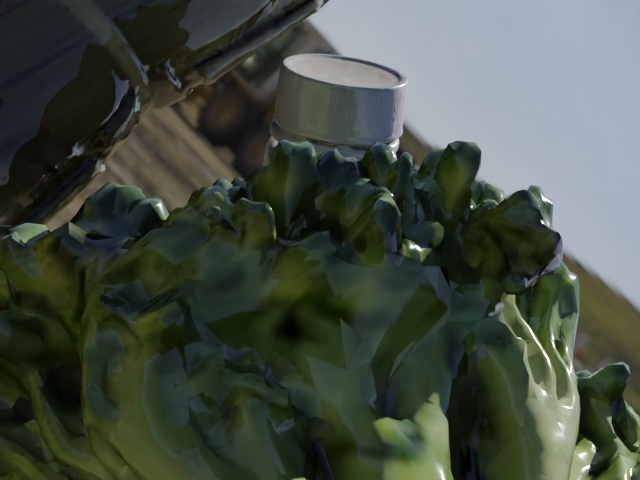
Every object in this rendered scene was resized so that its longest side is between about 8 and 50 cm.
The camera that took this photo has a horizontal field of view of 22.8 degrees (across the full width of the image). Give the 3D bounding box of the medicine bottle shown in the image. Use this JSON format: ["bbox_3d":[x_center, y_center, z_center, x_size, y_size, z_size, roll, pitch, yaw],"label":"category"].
[{"bbox_3d":[0.000,0.000,0.822,0.069,0.183,0.119,6,20,-9],"label":"medicine bottle"}]

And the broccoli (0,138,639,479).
[{"bbox_3d":[0.001,0.146,0.494,0.334,0.324,0.272,33,19,-21],"label":"broccoli"}]

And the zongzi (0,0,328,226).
[{"bbox_3d":[-0.194,-0.278,0.827,0.218,0.467,0.500,5,-49,53],"label":"zongzi"}]
